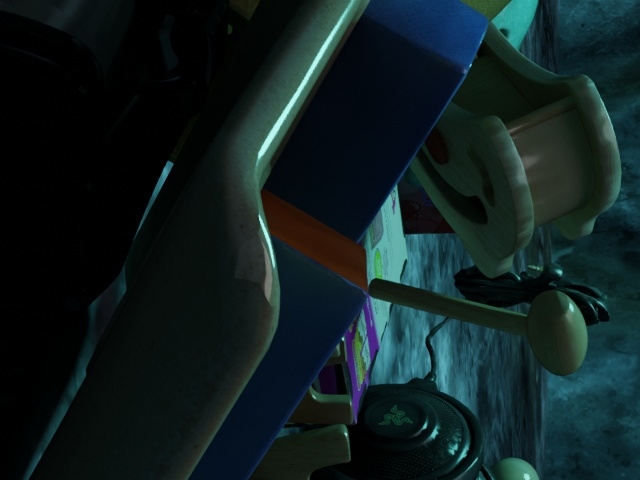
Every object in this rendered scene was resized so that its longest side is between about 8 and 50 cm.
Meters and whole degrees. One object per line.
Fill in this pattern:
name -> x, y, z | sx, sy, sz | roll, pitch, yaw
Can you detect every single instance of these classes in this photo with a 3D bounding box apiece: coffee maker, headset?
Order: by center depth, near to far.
coffee maker -> -0.111, -0.055, 0.708 | 0.171, 0.120, 0.178 | -61, -174, 34
headset -> 0.095, 0.195, 1.391 | 0.243, 0.185, 0.394 | 67, 36, -60

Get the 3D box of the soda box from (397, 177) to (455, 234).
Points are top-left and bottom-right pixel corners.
soda box -> 0.100, -0.106, 1.645 | 0.263, 0.092, 0.083 | 69, 23, -57

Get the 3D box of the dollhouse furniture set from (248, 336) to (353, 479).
dollhouse furniture set -> -0.050, 0.129, 0.970 | 0.259, 0.135, 0.262 | -90, 174, -68

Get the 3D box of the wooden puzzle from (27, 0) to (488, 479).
wooden puzzle -> -0.035, 0.025, 0.682 | 0.322, 0.080, 0.348 | -59, -173, 36

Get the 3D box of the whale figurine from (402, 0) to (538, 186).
whale figurine -> 0.100, -0.147, 1.407 | 0.141, 0.216, 0.272 | 40, -24, 40

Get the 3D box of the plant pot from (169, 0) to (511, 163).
plant pot -> -0.011, -0.156, 0.939 | 0.254, 0.237, 0.237 | -57, 147, -41

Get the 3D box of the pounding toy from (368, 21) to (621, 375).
pounding toy -> 0.088, -0.048, 1.162 | 0.269, 0.155, 0.154 | 58, -15, 33

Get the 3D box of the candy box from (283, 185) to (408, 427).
candy box -> 0.000, 0.000, 1.236 | 0.233, 0.071, 0.159 | -66, 149, -61

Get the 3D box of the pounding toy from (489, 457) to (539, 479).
pounding toy -> 0.148, 0.324, 1.761 | 0.183, 0.110, 0.237 | 62, -31, 11
